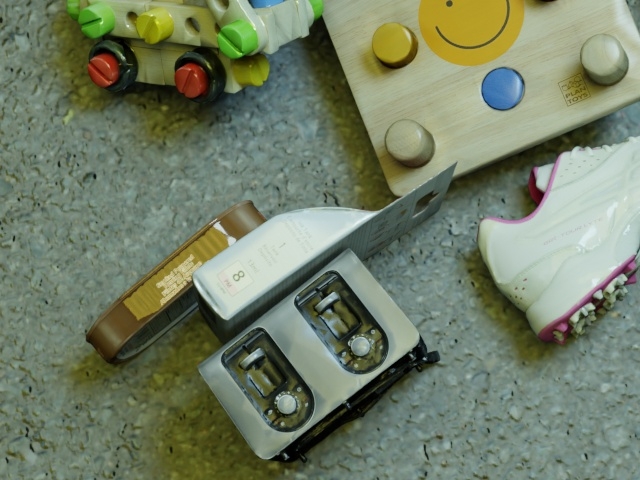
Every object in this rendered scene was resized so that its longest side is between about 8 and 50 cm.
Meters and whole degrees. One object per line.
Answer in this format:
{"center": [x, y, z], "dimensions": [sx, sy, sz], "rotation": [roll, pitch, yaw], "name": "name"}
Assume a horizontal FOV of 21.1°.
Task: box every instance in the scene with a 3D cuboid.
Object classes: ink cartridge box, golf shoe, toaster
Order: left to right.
{"center": [0.000, 0.000, 1.468], "dimensions": [0.232, 0.189, 0.066], "rotation": [-38, 82, -8], "name": "ink cartridge box"}
{"center": [0.001, 0.102, 1.452], "dimensions": [0.168, 0.186, 0.110], "rotation": [-37, 79, 0], "name": "toaster"}
{"center": [0.270, -0.051, 1.517], "dimensions": [0.306, 0.115, 0.140], "rotation": [-41, 71, -12], "name": "golf shoe"}

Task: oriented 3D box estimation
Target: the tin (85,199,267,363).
{"center": [-0.122, 0.038, 1.505], "dimensions": [0.189, 0.106, 0.040], "rotation": [-40, 85, -8], "name": "tin"}

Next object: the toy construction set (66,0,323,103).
{"center": [-0.126, -0.240, 1.514], "dimensions": [0.151, 0.215, 0.327], "rotation": [-25, 29, -34], "name": "toy construction set"}

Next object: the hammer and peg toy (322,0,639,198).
{"center": [0.187, -0.212, 1.503], "dimensions": [0.361, 0.127, 0.266], "rotation": [-22, 80, 12], "name": "hammer and peg toy"}
